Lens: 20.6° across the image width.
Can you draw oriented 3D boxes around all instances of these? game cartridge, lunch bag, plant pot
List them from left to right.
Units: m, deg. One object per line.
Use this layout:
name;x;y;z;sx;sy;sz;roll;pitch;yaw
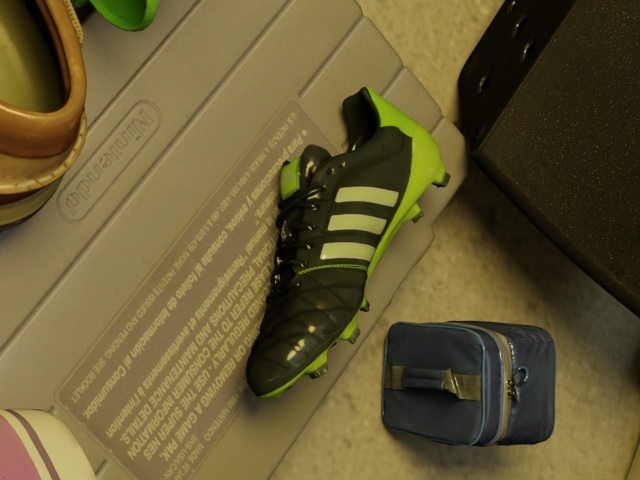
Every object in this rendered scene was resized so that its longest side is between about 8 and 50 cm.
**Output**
game cartridge;-0.079;0.007;0.872;0.230;0.068;0.355;52;58;-26
lunch bag;0.079;0.078;0.958;0.065;0.098;0.067;0;90;-35
plant pot;0.181;-0.083;0.981;0.167;0.187;0.188;28;24;-12

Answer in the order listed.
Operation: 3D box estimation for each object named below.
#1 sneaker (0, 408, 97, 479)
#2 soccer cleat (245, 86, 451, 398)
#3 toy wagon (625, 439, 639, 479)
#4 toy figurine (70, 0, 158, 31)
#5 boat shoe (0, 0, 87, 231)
sneaker;-0.127;0.179;0.642;0.161;0.282;0.102;3;126;-43
soccer cleat;0.000;0.000;0.868;0.072;0.060;0.179;42;55;-15
toy wagon;0.301;0.156;1.140;0.267;0.068;0.344;38;63;-28
toy figurine;-0.066;-0.186;0.821;0.159;0.173;0.130;-30;143;-27
boat shoe;-0.197;-0.157;0.731;0.122;0.120;0.324;-39;93;-33
